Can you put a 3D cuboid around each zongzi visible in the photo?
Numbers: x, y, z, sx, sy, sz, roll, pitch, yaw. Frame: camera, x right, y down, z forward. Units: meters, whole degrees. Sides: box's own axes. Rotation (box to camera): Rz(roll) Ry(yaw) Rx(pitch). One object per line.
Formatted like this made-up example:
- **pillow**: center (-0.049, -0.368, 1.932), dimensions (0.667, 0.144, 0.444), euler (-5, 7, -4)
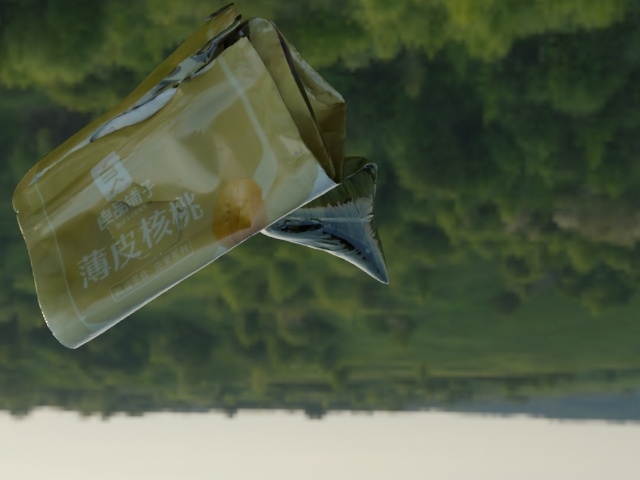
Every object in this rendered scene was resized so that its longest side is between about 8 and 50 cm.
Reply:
- **zongzi**: center (-0.001, 0.001, 2.162), dimensions (0.205, 0.204, 0.094), euler (-24, -160, -31)

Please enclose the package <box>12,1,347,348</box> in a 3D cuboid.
- **package**: center (-0.147, -0.072, 1.433), dimensions (0.311, 0.165, 0.221), euler (-31, -157, 20)
